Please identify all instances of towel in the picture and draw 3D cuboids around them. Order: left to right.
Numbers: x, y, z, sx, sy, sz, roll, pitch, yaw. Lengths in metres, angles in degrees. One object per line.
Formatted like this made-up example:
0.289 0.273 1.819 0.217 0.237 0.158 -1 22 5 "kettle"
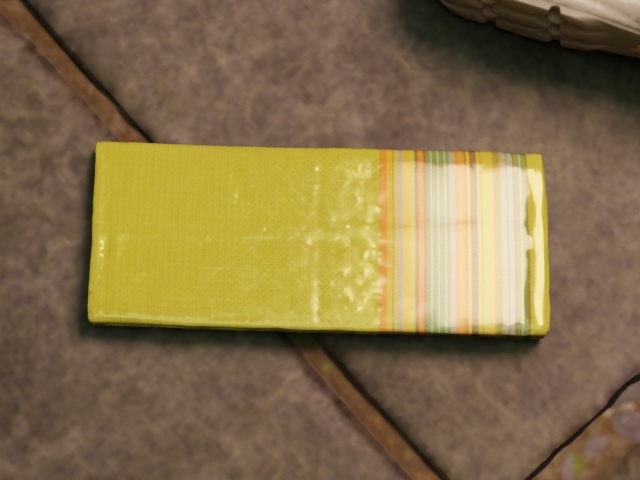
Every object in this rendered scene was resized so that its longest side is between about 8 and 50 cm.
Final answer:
0.000 0.000 0.995 0.237 0.021 0.102 2 71 -2 "towel"

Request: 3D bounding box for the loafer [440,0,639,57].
0.211 -0.136 0.990 0.319 0.112 0.111 18 85 2 "loafer"
